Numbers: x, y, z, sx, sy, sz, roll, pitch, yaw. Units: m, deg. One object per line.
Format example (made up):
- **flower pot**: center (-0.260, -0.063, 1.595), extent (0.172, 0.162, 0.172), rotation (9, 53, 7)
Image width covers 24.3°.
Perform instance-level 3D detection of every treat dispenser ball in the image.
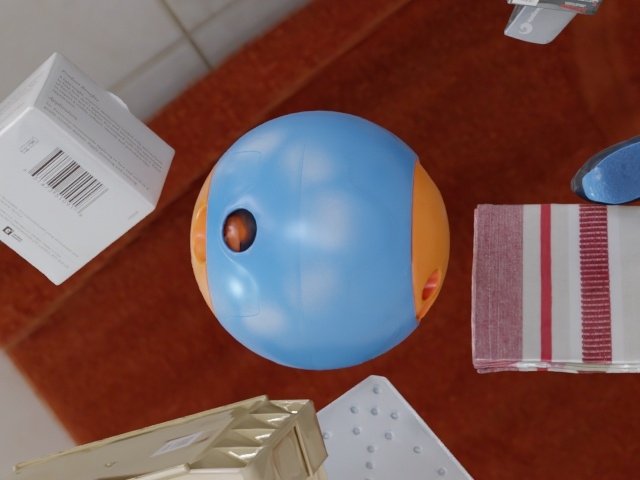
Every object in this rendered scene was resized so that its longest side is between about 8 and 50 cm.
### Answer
- **treat dispenser ball**: center (0.000, 0.000, 1.653), extent (0.288, 0.288, 0.288), rotation (55, -178, -2)

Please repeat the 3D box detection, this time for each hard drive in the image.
- **hard drive**: center (0.279, -0.314, 1.457), extent (0.054, 0.255, 0.172), rotation (33, -146, -4)

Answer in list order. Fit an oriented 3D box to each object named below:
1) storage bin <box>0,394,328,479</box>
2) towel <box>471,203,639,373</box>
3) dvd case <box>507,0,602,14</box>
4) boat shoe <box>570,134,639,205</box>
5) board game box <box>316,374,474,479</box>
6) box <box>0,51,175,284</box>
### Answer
- **storage bin**: center (-0.134, 0.214, 1.064), extent (0.262, 0.260, 0.123), rotation (-22, -84, -80)
- **towel**: center (0.346, 0.055, 1.777), extent (0.037, 0.329, 0.237), rotation (81, -167, -54)
- **dvd case**: center (0.226, -0.249, 1.327), extent (0.119, 0.087, 0.013), rotation (111, 160, -52)
- **boat shoe**: center (0.419, -0.109, 1.803), extent (0.089, 0.258, 0.109), rotation (-179, 80, -72)
- **board game box**: center (0.045, 0.416, 1.836), extent (0.390, 0.390, 0.050), rotation (49, 155, 19)
- **box**: center (-0.295, -0.079, 1.674), extent (0.181, 0.182, 0.119), rotation (41, -147, -22)
